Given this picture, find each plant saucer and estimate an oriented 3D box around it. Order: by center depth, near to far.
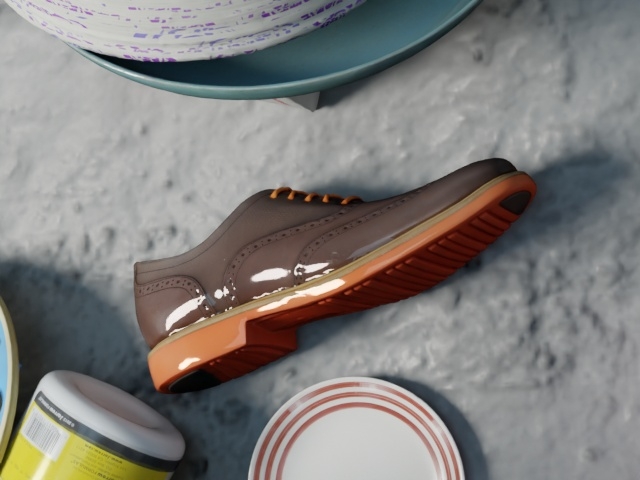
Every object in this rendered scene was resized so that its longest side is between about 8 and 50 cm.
[{"bbox_3d":[-0.029,-0.194,1.174,0.318,0.043,0.317,-4,51,5],"label":"plant saucer"}]

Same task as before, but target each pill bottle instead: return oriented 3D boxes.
[{"bbox_3d":[-0.170,0.182,1.226,0.103,0.103,0.184,30,95,17],"label":"pill bottle"}]

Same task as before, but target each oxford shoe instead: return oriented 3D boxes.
[{"bbox_3d":[0.000,0.000,1.195,0.271,0.097,0.098,-25,73,14],"label":"oxford shoe"}]

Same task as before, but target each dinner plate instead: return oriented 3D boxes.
[{"bbox_3d":[0.023,0.156,1.213,0.141,0.017,0.141,-1,86,18],"label":"dinner plate"}]

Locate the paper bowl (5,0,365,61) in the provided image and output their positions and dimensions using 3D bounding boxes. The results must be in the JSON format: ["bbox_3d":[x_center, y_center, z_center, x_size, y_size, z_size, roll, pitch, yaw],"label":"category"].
[{"bbox_3d":[-0.075,-0.249,1.105,0.284,0.148,0.284,-4,52,5],"label":"paper bowl"}]

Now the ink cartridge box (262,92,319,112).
[{"bbox_3d":[-0.072,-0.126,1.223,0.135,0.099,0.056,12,88,17],"label":"ink cartridge box"}]

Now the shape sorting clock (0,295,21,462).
[{"bbox_3d":[-0.271,0.113,1.263,0.206,0.040,0.206,-21,58,38],"label":"shape sorting clock"}]
